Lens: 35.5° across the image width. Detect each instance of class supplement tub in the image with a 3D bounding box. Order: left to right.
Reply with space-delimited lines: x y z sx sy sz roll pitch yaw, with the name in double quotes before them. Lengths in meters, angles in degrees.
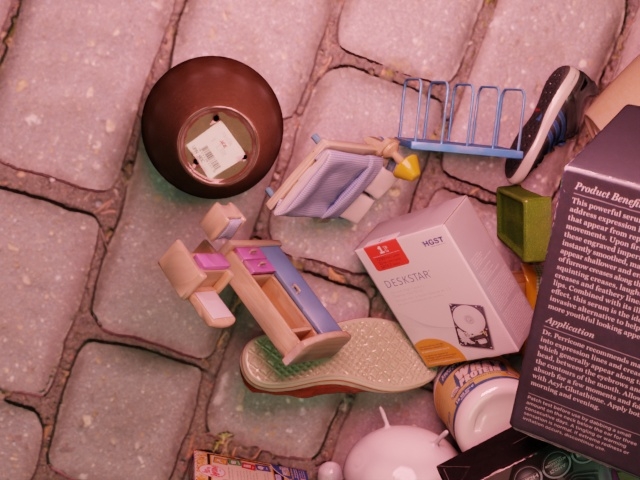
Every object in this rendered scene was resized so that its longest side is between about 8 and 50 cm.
"supplement tub" 0.259 0.256 1.567 0.144 0.199 0.144 -2 103 -8

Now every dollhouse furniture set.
"dollhouse furniture set" 0.000 0.000 1.383 0.303 0.286 0.198 -47 69 22
"dollhouse furniture set" 0.392 0.062 1.566 0.198 0.151 0.301 -5 103 -7

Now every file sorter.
"file sorter" 0.211 -0.185 1.505 0.170 0.118 0.104 5 99 -9

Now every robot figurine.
"robot figurine" 0.126 0.447 1.592 0.300 0.200 0.353 11 104 22

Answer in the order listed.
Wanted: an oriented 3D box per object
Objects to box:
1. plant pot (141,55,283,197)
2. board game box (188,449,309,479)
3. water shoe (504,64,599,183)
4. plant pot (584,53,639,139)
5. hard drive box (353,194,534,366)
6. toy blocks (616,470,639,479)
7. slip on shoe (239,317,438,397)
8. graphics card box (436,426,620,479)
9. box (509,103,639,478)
"plant pot" -0.148 -0.145 1.406 0.215 0.230 0.215 -2 103 -7
"board game box" -0.110 0.395 1.576 0.194 0.147 0.045 13 100 -10
"water shoe" 0.363 -0.169 1.552 0.080 0.073 0.203 25 99 -18
"plant pot" 0.548 -0.203 1.493 0.274 0.256 0.256 -30 105 8
"hard drive box" 0.191 0.067 1.524 0.232 0.181 0.089 57 46 -14
"toy blocks" 0.586 0.417 1.580 0.261 0.190 0.381 -20 118 40
"slip on shoe" 0.028 0.193 1.580 0.331 0.101 0.123 -2 68 -19
"graphics card box" 0.350 0.441 1.481 0.233 0.094 0.371 -26 108 -2
"box" 0.428 0.060 1.332 0.212 0.293 0.395 19 120 24
